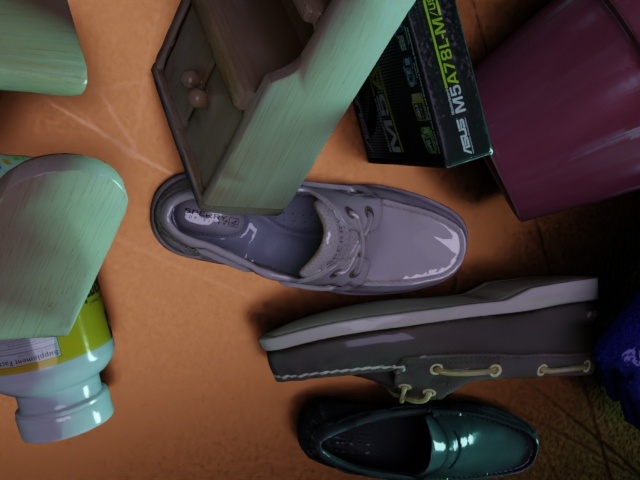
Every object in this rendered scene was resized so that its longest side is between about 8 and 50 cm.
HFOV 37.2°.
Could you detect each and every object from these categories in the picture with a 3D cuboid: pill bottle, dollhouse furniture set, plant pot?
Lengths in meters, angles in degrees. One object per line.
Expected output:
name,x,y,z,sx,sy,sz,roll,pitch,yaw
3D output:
pill bottle,-0.220,0.058,0.740,0.103,0.103,0.184,-14,100,-10
dollhouse furniture set,-0.164,-0.160,0.569,0.394,0.362,0.256,2,139,-33
plant pot,0.215,-0.112,0.776,0.180,0.201,0.201,-28,102,9

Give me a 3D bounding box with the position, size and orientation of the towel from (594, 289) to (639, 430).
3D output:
towel,0.349,0.019,0.822,0.308,0.076,0.227,-49,146,-5

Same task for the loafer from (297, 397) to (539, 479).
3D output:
loafer,0.091,0.181,0.832,0.223,0.078,0.076,7,96,-12

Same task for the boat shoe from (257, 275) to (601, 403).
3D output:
boat shoe,0.100,0.091,0.809,0.305,0.109,0.091,-8,93,-15

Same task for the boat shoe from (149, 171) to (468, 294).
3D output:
boat shoe,0.000,0.000,0.782,0.277,0.096,0.098,5,95,-12

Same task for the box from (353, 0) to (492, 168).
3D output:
box,0.057,-0.152,0.731,0.045,0.184,0.191,-18,101,-14
